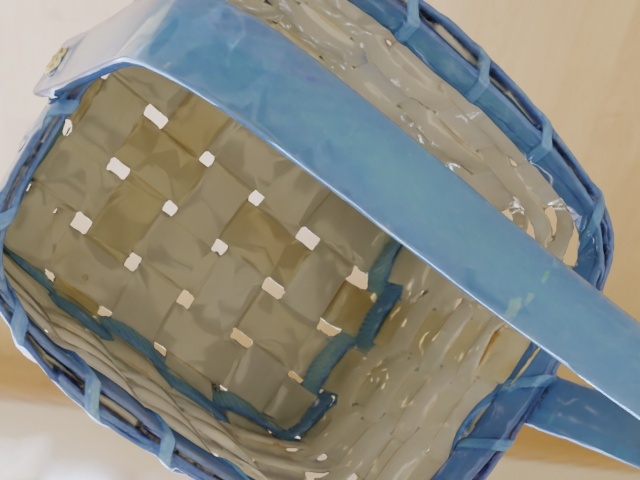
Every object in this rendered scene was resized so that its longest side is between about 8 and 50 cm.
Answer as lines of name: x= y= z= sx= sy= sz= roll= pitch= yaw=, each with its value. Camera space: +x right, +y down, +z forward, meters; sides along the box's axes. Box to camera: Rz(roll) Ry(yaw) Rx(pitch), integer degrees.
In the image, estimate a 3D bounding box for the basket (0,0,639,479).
basket: x=0.000 y=0.000 z=0.484 sx=0.255 sy=0.201 sz=0.289 roll=38 pitch=173 yaw=-25
